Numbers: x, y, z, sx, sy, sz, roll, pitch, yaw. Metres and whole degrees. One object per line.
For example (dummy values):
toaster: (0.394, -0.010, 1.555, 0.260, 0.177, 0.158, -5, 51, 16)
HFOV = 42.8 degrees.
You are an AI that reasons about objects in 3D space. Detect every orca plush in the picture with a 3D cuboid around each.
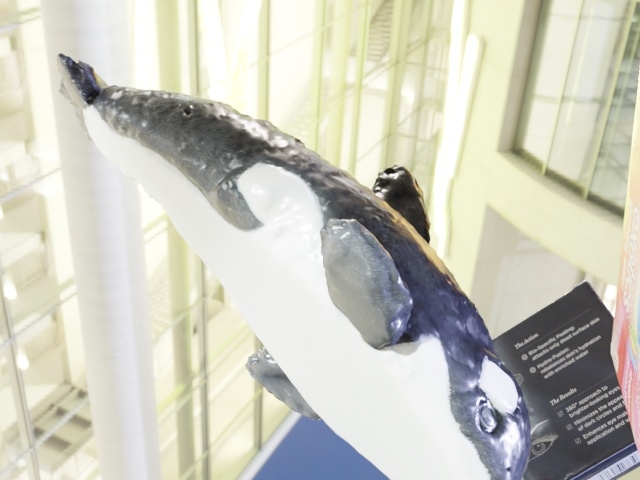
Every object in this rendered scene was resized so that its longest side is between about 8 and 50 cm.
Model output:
orca plush: (0.000, 0.000, 0.401, 0.287, 0.151, 0.102, 35, -126, 27)

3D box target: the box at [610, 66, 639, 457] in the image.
box: (0.266, 0.016, 0.479, 0.142, 0.300, 0.154, -3, -142, 9)

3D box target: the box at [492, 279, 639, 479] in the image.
box: (0.240, 0.153, 0.788, 0.156, 0.093, 0.158, -33, -125, 8)
